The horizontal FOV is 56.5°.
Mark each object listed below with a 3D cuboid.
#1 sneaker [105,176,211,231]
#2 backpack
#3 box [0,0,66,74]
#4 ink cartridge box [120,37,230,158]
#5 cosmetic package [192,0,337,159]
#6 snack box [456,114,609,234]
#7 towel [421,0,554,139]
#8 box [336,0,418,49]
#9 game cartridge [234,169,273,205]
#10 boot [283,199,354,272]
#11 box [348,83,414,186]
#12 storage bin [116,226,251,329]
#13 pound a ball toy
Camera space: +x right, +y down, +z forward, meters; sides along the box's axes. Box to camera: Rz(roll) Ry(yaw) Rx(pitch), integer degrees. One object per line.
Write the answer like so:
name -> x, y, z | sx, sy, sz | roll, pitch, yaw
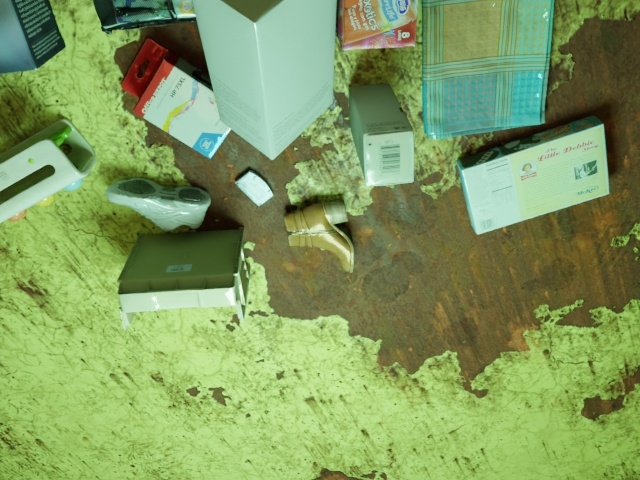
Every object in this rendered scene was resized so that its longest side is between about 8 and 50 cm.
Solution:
sneaker -> -0.375, -0.070, 1.365 | 0.232, 0.090, 0.115 | 11, 125, -9
backpack -> -0.258, -0.472, 1.036 | 0.253, 0.225, 0.191 | -2, 128, -7
box -> -0.667, -0.447, 1.051 | 0.296, 0.183, 0.294 | -8, 121, 1
ink cartridge box -> -0.289, -0.292, 1.232 | 0.231, 0.078, 0.134 | 30, 116, -20
cosmetic package -> -0.084, -0.334, 1.035 | 0.155, 0.197, 0.365 | 38, 159, 17
snack box -> 0.495, -0.148, 1.383 | 0.321, 0.060, 0.187 | -17, 122, 8
towel -> 0.343, -0.394, 1.230 | 0.271, 0.040, 0.370 | -7, 122, 0
box -> 0.089, -0.430, 1.061 | 0.128, 0.257, 0.123 | -3, 121, -2
game cartridge -> -0.151, -0.124, 1.385 | 0.056, 0.017, 0.083 | -33, 119, 21
boot -> 0.000, 0.000, 1.443 | 0.152, 0.073, 0.197 | -12, 110, 3
box -> 0.116, -0.218, 1.187 | 0.094, 0.275, 0.113 | -5, 123, 0
storage bin -> -0.303, 0.085, 1.368 | 0.262, 0.260, 0.123 | -3, 119, -1
pound a ball toy -> -0.648, -0.100, 1.256 | 0.319, 0.208, 0.136 | -26, 120, 12
